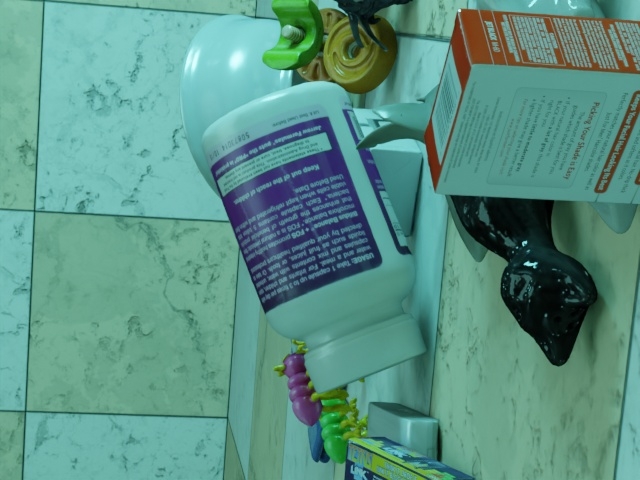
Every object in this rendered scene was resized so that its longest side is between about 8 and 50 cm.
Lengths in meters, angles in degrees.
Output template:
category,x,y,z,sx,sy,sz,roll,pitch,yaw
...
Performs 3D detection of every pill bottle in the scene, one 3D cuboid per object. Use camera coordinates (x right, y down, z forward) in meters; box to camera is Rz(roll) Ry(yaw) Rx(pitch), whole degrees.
category,x,y,z,sx,sy,sz,roll,pitch,yaw
pill bottle,0.000,0.000,1.444,0.169,0.169,0.301,131,119,-75

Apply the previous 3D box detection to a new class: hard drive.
category,x,y,z,sx,sy,sz,roll,pitch,yaw
hard drive,0.078,0.333,1.445,0.203,0.040,0.307,172,100,-81

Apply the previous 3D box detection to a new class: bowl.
category,x,y,z,sx,sy,sz,roll,pitch,yaw
bowl,-0.051,-0.185,1.918,0.134,0.298,0.298,-11,71,37

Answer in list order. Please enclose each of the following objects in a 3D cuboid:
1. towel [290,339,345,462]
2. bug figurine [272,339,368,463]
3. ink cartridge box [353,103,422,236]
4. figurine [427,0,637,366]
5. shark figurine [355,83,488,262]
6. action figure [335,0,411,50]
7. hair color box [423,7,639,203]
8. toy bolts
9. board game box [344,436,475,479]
category,x,y,z,sx,sy,sz,roll,pitch,yaw
towel,0.000,0.160,2.009,0.285,0.034,0.209,-104,21,-55
bug figurine,-0.008,0.143,1.625,0.279,0.072,0.216,61,-167,-56
ink cartridge box,0.066,-0.087,1.588,0.180,0.060,0.104,-108,22,-66
figurine,0.162,-0.054,0.959,0.215,0.092,0.209,103,158,-44
shark figurine,0.097,-0.106,1.257,0.278,0.116,0.166,-116,31,-68
action figure,0.039,-0.364,1.591,0.164,0.141,0.275,20,105,61
hair color box,0.148,-0.070,0.740,0.093,0.167,0.053,102,168,-45
toy bolts,0.033,-0.185,1.768,0.218,0.158,0.228,12,89,40
board game box,0.078,0.272,1.297,0.170,0.048,0.141,13,98,63
